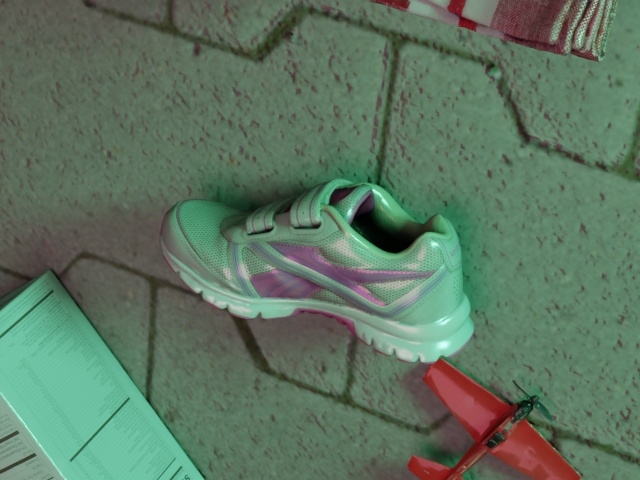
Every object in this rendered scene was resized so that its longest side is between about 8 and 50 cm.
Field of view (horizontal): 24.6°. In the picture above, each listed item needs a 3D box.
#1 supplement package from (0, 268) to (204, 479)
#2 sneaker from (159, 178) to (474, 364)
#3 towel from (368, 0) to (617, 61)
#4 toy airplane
[{"bbox_3d":[-0.245,0.176,1.302,0.134,0.139,0.244,-27,102,36],"label":"supplement package"},{"bbox_3d":[0.000,0.000,1.098,0.252,0.103,0.111,14,119,14],"label":"sneaker"},{"bbox_3d":[0.049,-0.253,0.846,0.329,0.037,0.237,23,108,39],"label":"towel"},{"bbox_3d":[0.125,0.164,1.163,0.151,0.028,0.151,13,124,20],"label":"toy airplane"}]
